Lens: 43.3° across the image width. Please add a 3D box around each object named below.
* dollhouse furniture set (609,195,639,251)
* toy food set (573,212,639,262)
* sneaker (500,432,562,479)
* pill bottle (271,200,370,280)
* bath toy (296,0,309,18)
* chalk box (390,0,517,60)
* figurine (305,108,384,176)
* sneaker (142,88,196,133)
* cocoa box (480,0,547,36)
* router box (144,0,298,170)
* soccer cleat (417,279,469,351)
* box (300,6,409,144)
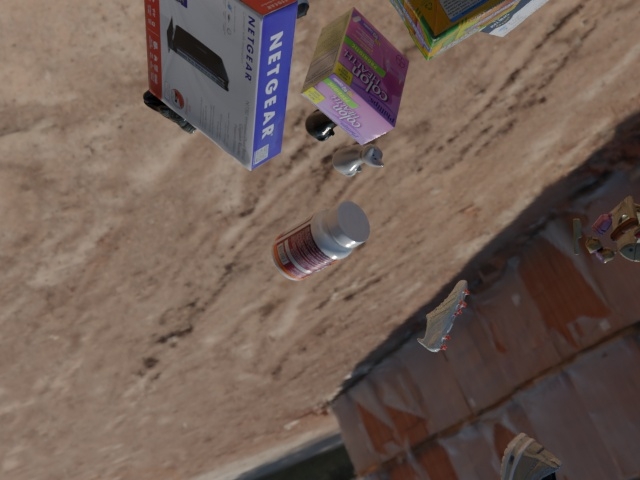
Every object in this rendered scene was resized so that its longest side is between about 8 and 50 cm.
[{"bbox_3d":[0.654,-0.033,1.452,0.182,0.101,0.161,14,143,-16],"label":"dollhouse furniture set"},{"bbox_3d":[0.419,-0.003,1.132,0.122,0.077,0.019,-1,-157,19],"label":"toy food set"},{"bbox_3d":[0.416,0.523,1.590,0.105,0.281,0.115,-27,-146,-35],"label":"sneaker"},{"bbox_3d":[0.000,0.000,1.820,0.121,0.121,0.221,-7,163,-48],"label":"pill bottle"},{"bbox_3d":[-0.137,-0.549,1.986,0.151,0.129,0.348,39,102,-25],"label":"bath toy"},{"bbox_3d":[0.208,-0.419,1.307,0.180,0.179,0.289,-31,-179,8],"label":"chalk box"},{"bbox_3d":[0.077,-0.279,2.232,0.092,0.215,0.209,-43,-163,-18],"label":"figurine"},{"bbox_3d":[-0.341,-0.333,1.857,0.130,0.227,0.087,37,103,-28],"label":"sneaker"},{"bbox_3d":[0.302,-0.608,1.552,0.228,0.347,0.231,-6,157,-49],"label":"cocoa box"},{"bbox_3d":[-0.186,-0.339,1.425,0.082,0.301,0.335,-35,151,-33],"label":"router box"},{"bbox_3d":[0.307,0.183,2.013,0.196,0.076,0.068,-65,156,-2],"label":"soccer cleat"},{"bbox_3d":[0.090,-0.401,1.969,0.214,0.242,0.117,37,140,-28],"label":"box"}]
